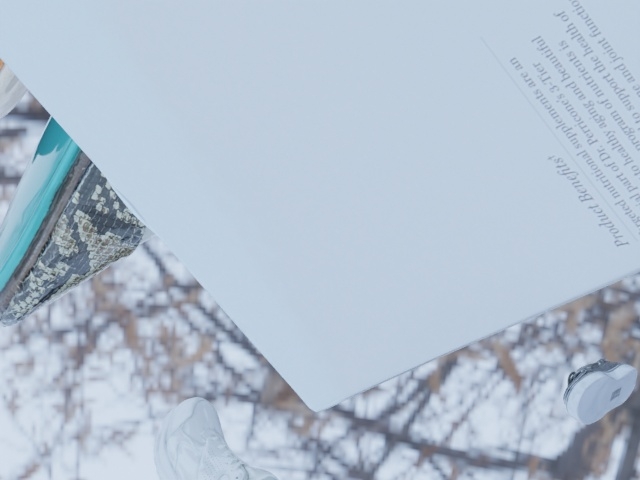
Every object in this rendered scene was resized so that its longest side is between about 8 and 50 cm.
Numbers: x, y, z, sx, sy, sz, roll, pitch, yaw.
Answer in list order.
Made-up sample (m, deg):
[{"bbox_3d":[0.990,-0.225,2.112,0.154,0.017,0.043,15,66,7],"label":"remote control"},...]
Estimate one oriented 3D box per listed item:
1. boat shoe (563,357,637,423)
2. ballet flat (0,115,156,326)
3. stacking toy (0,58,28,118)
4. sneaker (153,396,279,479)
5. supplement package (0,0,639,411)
[{"bbox_3d":[0.249,0.136,1.571,0.040,0.049,0.142,22,-167,27],"label":"boat shoe"},{"bbox_3d":[-0.113,-0.145,1.282,0.182,0.483,0.164,14,-170,-16],"label":"ballet flat"},{"bbox_3d":[-0.470,-0.313,1.517,0.479,0.351,0.351,13,-150,-28],"label":"stacking toy"},{"bbox_3d":[-0.087,0.234,1.607,0.115,0.090,0.232,-32,-136,19],"label":"sneaker"},{"bbox_3d":[0.061,-0.115,0.547,0.262,0.199,0.198,-26,-155,32],"label":"supplement package"}]
